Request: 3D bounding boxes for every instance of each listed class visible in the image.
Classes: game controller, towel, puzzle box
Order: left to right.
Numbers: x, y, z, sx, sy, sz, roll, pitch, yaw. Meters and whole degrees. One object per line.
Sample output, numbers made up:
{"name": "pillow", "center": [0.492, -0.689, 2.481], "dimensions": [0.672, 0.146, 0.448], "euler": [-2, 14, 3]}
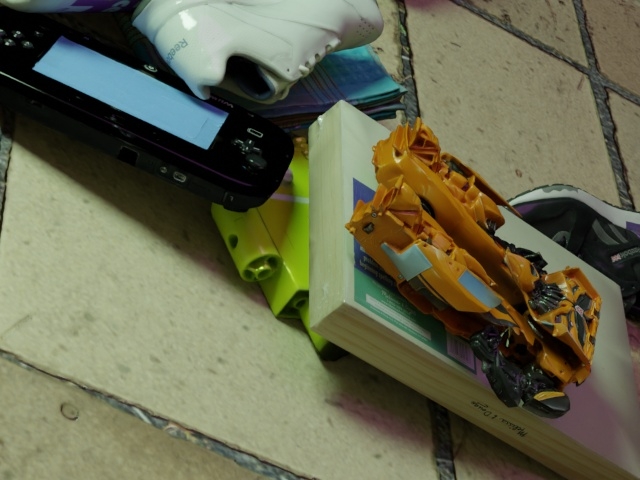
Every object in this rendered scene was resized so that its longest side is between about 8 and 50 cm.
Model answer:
{"name": "game controller", "center": [-0.178, -0.127, 1.790], "dimensions": [0.319, 0.067, 0.166], "euler": [25, 34, -2]}
{"name": "towel", "center": [-0.101, -0.258, 2.048], "dimensions": [0.271, 0.040, 0.370], "euler": [-12, 57, -33]}
{"name": "puzzle box", "center": [0.154, 0.062, 1.879], "dimensions": [0.409, 0.052, 0.272], "euler": [32, 38, -28]}

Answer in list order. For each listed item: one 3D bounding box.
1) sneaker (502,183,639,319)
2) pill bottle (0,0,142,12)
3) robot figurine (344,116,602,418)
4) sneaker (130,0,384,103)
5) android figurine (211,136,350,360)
{"name": "sneaker", "center": [0.292, 0.023, 2.109], "dimensions": [0.283, 0.107, 0.124], "euler": [8, 49, -41]}
{"name": "pill bottle", "center": [-0.180, -0.307, 1.896], "dimensions": [0.301, 0.169, 0.169], "euler": [-8, 54, -46]}
{"name": "robot figurine", "center": [0.154, 0.031, 1.781], "dimensions": [0.291, 0.085, 0.211], "euler": [41, 34, -16]}
{"name": "sneaker", "center": [-0.048, -0.193, 1.910], "dimensions": [0.297, 0.111, 0.129], "euler": [-11, 65, -41]}
{"name": "android figurine", "center": [0.000, 0.000, 1.875], "dimensions": [0.248, 0.056, 0.273], "euler": [9, 44, -40]}
